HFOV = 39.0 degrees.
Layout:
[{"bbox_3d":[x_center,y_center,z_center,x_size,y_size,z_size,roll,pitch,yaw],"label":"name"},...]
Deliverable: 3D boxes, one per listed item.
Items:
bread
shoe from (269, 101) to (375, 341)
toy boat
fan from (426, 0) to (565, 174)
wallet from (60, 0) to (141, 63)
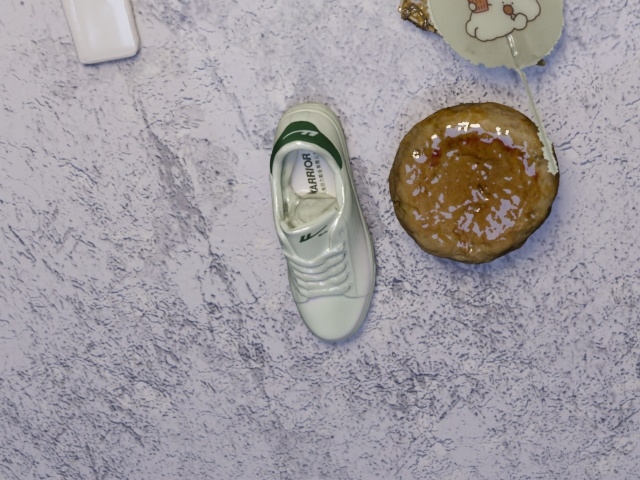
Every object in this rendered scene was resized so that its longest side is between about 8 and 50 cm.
[{"bbox_3d":[0.204,-0.083,1.224,0.230,0.123,0.229,4,115,8],"label":"bread"},{"bbox_3d":[0.000,0.000,1.254,0.132,0.160,0.362,-5,110,9],"label":"shoe"},{"bbox_3d":[0.201,-0.279,1.173,0.206,0.072,0.064,19,114,-2],"label":"toy boat"},{"bbox_3d":[0.242,-0.237,1.136,0.191,0.009,0.328,-17,85,-17],"label":"fan"},{"bbox_3d":[-0.306,-0.334,1.216,0.095,0.033,0.189,-7,111,6],"label":"wallet"}]
